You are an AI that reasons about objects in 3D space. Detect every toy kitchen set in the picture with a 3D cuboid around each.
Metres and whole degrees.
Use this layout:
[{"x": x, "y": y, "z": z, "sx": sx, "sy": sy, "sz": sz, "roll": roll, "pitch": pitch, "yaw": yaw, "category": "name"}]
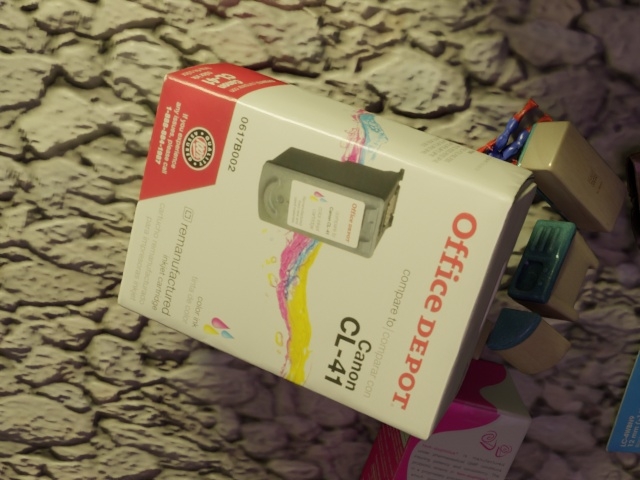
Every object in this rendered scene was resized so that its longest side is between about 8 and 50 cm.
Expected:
[{"x": 0.167, "y": 0.004, "z": 0.855, "sx": 0.122, "sy": 0.166, "sz": 0.207, "roll": 37, "pitch": 71, "yaw": -36, "category": "toy kitchen set"}]

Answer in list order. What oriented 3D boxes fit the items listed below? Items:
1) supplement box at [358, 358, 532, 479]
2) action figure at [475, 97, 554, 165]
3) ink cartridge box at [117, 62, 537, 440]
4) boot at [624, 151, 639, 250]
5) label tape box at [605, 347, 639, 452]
[{"x": 0.121, "y": 0.237, "z": 0.935, "sx": 0.111, "sy": 0.114, "sz": 0.220, "roll": 16, "pitch": 111, "yaw": -9, "category": "supplement box"}, {"x": 0.173, "y": -0.085, "z": 0.854, "sx": 0.038, "sy": 0.030, "sz": 0.115, "roll": 38, "pitch": 107, "yaw": -22, "category": "action figure"}, {"x": 0.000, "y": 0.000, "z": 0.765, "sx": 0.306, "sy": 0.131, "sz": 0.226, "roll": 22, "pitch": 110, "yaw": 16, "category": "ink cartridge box"}, {"x": 0.393, "y": -0.101, "z": 0.824, "sx": 0.207, "sy": 0.090, "sz": 0.248, "roll": -14, "pitch": 116, "yaw": 0, "category": "boot"}, {"x": 0.515, "y": 0.168, "z": 0.930, "sx": 0.348, "sy": 0.115, "sz": 0.249, "roll": 7, "pitch": 111, "yaw": -8, "category": "label tape box"}]
